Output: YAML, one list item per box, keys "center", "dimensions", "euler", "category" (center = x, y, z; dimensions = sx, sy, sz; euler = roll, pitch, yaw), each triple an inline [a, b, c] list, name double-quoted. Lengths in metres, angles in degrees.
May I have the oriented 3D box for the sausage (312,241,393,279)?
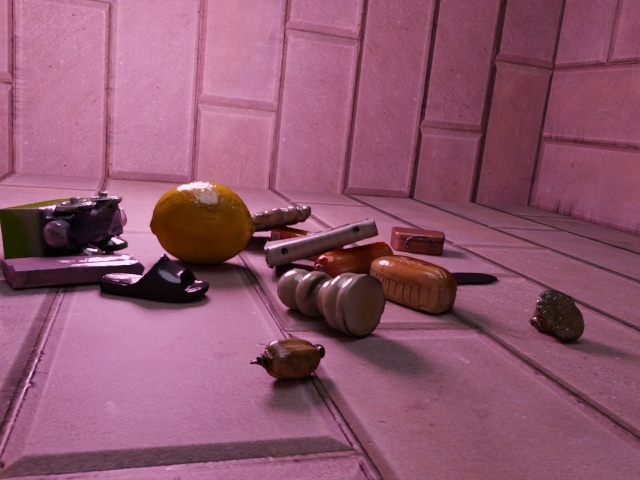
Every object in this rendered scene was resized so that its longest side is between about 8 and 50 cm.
- center: [0.082, 0.064, 1.628]
  dimensions: [0.092, 0.093, 0.312]
  euler: [15, 16, 38]
  category: "sausage"

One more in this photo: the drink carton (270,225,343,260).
- center: [-0.044, 0.012, 1.861]
  dimensions: [0.222, 0.071, 0.096]
  euler: [13, 12, 30]
  category: "drink carton"

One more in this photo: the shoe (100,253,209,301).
- center: [-0.374, 0.077, 1.330]
  dimensions: [0.240, 0.093, 0.108]
  euler: [4, 10, 0]
  category: "shoe"

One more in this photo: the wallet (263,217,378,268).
- center: [0.000, 0.000, 1.661]
  dimensions: [0.309, 0.077, 0.223]
  euler: [-15, 1, 0]
  category: "wallet"

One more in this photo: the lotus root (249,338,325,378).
- center: [-0.052, 0.198, 0.978]
  dimensions: [0.151, 0.063, 0.072]
  euler: [4, 37, -41]
  category: "lotus root"

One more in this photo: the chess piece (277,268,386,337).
- center: [0.006, 0.122, 1.273]
  dimensions: [0.243, 0.133, 0.133]
  euler: [8, 10, 44]
  category: "chess piece"

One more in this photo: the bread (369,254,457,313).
- center: [0.233, 0.102, 1.486]
  dimensions: [0.139, 0.106, 0.236]
  euler: [-3, 15, -45]
  category: "bread"

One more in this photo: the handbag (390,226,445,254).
- center: [0.348, 0.000, 2.119]
  dimensions: [0.193, 0.072, 0.151]
  euler: [9, 12, 5]
  category: "handbag"

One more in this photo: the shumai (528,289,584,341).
- center: [0.528, 0.181, 1.344]
  dimensions: [0.098, 0.124, 0.087]
  euler: [-18, -21, -18]
  category: "shumai"

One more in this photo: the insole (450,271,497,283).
- center: [0.393, 0.116, 1.737]
  dimensions: [0.348, 0.009, 0.119]
  euler: [-3, 13, -38]
  category: "insole"

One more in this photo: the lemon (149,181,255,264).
- center: [-0.321, -0.048, 1.619]
  dimensions: [0.263, 0.236, 0.236]
  euler: [-12, 19, -28]
  category: "lemon"

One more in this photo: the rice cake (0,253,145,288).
- center: [-0.569, 0.069, 1.371]
  dimensions: [0.297, 0.050, 0.106]
  euler: [-2, 13, -36]
  category: "rice cake"

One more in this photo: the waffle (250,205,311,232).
- center: [-0.180, -0.064, 1.949]
  dimensions: [0.309, 0.056, 0.292]
  euler: [-9, -2, -4]
  category: "waffle"

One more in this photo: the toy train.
- center: [-0.662, -0.033, 1.559]
  dimensions: [0.248, 0.174, 0.307]
  euler: [-1, 10, 13]
  category: "toy train"
